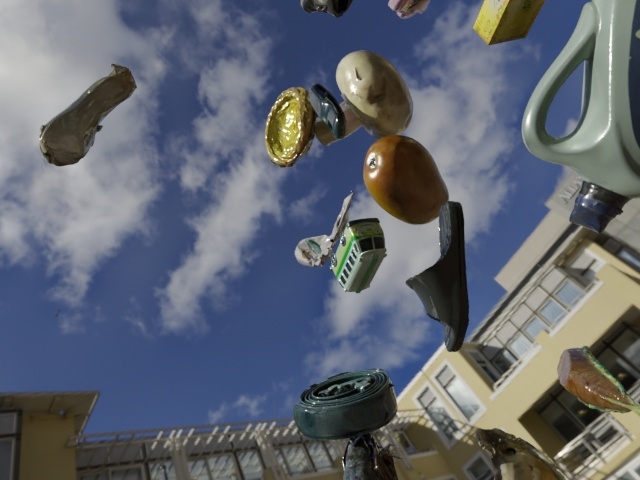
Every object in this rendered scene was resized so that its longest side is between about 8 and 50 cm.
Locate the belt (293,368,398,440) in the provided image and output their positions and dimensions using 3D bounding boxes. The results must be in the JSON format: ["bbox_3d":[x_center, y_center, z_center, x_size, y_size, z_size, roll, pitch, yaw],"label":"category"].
[{"bbox_3d":[0.062,0.419,1.119,0.268,0.206,0.116,-15,-88,3],"label":"belt"}]

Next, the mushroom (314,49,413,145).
[{"bbox_3d":[0.163,-0.476,1.506,0.315,0.356,0.315,5,-101,-27],"label":"mushroom"}]

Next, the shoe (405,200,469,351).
[{"bbox_3d":[0.184,0.055,0.710,0.093,0.240,0.108,1,-13,9],"label":"shoe"}]

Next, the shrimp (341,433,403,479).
[{"bbox_3d":[0.103,0.569,1.037,0.137,0.372,0.172,38,-68,-5],"label":"shrimp"}]

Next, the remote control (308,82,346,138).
[{"bbox_3d":[0.018,-0.342,1.148,0.042,0.222,0.072,-13,-44,-15],"label":"remote control"}]

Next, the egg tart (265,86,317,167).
[{"bbox_3d":[-0.092,-0.378,1.489,0.095,0.279,0.278,6,-58,-38],"label":"egg tart"}]

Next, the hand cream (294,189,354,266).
[{"bbox_3d":[0.003,0.002,0.715,0.050,0.257,0.084,30,-112,-8],"label":"hand cream"}]

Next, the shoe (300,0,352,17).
[{"bbox_3d":[0.038,-0.695,1.254,0.228,0.112,0.099,-17,2,45],"label":"shoe"}]

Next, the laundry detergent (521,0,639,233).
[{"bbox_3d":[0.357,-0.148,0.508,0.215,0.105,0.280,24,-70,5],"label":"laundry detergent"}]

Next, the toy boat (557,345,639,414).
[{"bbox_3d":[0.558,0.287,0.913,0.293,0.099,0.108,1,-79,-75],"label":"toy boat"}]

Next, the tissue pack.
[{"bbox_3d":[0.371,-0.463,0.820,0.095,0.062,0.176,-17,-28,-16],"label":"tissue pack"}]

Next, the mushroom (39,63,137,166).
[{"bbox_3d":[-0.512,-0.281,0.975,0.099,0.096,0.278,43,-115,-32],"label":"mushroom"}]

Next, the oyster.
[{"bbox_3d":[0.449,0.559,0.934,0.271,0.275,0.100,-56,-23,-43],"label":"oyster"}]

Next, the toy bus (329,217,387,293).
[{"bbox_3d":[0.141,0.060,1.594,0.134,0.164,0.276,-9,-35,-21],"label":"toy bus"}]

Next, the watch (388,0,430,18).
[{"bbox_3d":[0.208,-0.723,1.136,0.211,0.217,0.248,-44,-2,34],"label":"watch"}]

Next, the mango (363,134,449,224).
[{"bbox_3d":[0.257,-0.166,1.289,0.317,0.173,0.211,38,-106,-27],"label":"mango"}]
